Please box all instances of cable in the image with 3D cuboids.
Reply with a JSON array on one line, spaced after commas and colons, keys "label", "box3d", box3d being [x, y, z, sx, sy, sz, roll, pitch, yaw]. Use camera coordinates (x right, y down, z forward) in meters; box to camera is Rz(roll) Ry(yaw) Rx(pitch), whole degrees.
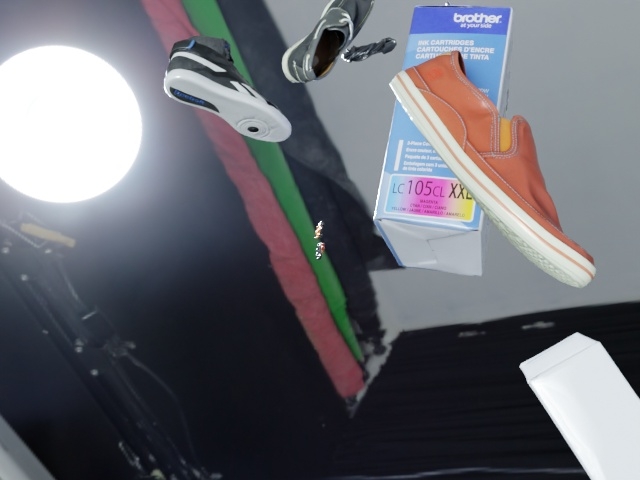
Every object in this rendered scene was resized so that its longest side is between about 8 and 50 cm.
[{"label": "cable", "box3d": [0.138, -0.592, 1.893, 0.184, 0.150, 0.047, -36, -56, -39]}]

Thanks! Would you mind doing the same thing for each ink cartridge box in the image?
[{"label": "ink cartridge box", "box3d": [0.206, -0.169, 0.945, 0.270, 0.151, 0.395, 49, -127, -68]}]

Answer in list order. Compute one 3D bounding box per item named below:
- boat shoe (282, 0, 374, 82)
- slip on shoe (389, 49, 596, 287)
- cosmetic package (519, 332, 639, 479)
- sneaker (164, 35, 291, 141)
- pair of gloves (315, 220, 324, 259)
[{"label": "boat shoe", "box3d": [0.032, -0.370, 1.099, 0.233, 0.079, 0.084, -52, -55, -16]}, {"label": "slip on shoe", "box3d": [0.201, -0.091, 0.689, 0.331, 0.101, 0.123, 59, -168, 25]}, {"label": "cosmetic package", "box3d": [0.472, 0.294, 1.063, 0.224, 0.138, 0.225, 59, -169, 11]}, {"label": "sneaker", "box3d": [-0.132, -0.248, 0.958, 0.217, 0.079, 0.121, 22, -123, -34]}, {"label": "pair of gloves", "box3d": [0.000, 0.000, 1.399, 0.074, 0.010, 0.083, 118, 152, -66]}]
